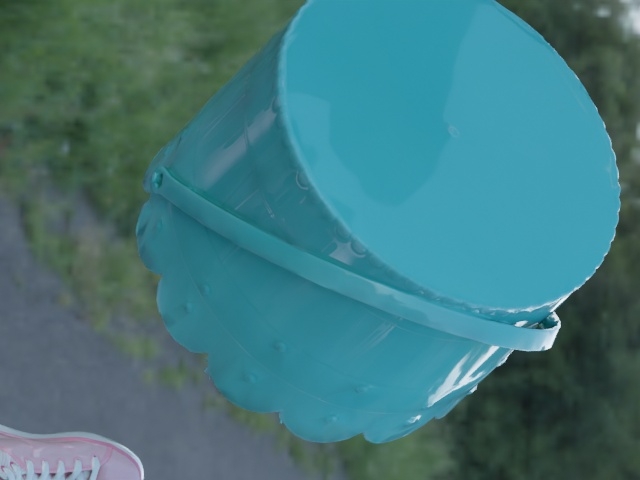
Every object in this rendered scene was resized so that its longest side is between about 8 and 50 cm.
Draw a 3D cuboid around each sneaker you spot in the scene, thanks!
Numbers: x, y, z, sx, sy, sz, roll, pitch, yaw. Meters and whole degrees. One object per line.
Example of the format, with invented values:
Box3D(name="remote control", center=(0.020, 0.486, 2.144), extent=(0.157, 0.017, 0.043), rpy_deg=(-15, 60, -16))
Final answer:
Box3D(name="sneaker", center=(-0.170, 0.144, 0.961), extent=(0.070, 0.134, 0.051), rpy_deg=(-111, -142, -67))

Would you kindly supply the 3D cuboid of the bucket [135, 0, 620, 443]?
Box3D(name="bucket", center=(0.041, -0.022, 1.032), extent=(0.183, 0.281, 0.281), rpy_deg=(-47, -148, 50))
